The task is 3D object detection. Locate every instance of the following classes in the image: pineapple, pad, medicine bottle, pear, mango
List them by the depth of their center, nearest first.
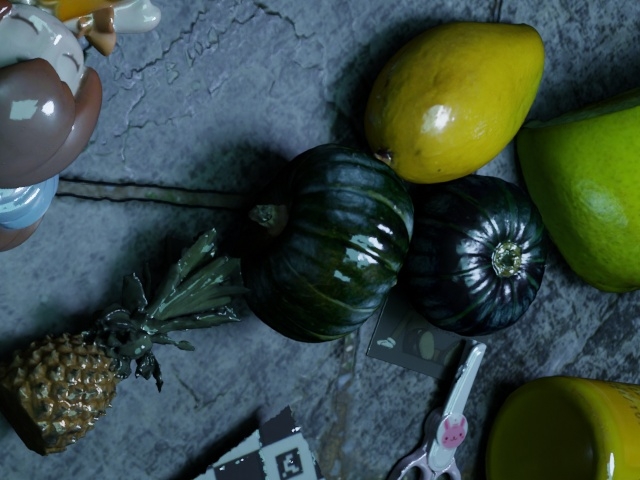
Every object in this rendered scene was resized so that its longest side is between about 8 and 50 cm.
[{"bbox_3d":[-0.205,0.097,1.444,0.277,0.119,0.130,-35,74,-27],"label":"pineapple"},{"bbox_3d":[0.163,-0.170,1.655,0.317,0.119,0.176,-32,114,-37],"label":"mango"},{"bbox_3d":[0.147,0.107,1.766,0.190,0.004,0.127,21,87,-38],"label":"pad"},{"bbox_3d":[0.458,-0.055,1.819,0.342,0.238,0.318,-22,104,-31],"label":"pear"},{"bbox_3d":[0.423,0.303,1.873,0.384,0.224,0.224,10,94,-36],"label":"medicine bottle"}]

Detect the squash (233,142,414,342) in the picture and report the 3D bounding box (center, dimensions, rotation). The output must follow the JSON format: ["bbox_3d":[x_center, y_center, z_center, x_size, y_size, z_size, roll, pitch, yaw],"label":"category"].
[{"bbox_3d":[0.004,0.002,1.512,0.172,0.218,0.218,34,78,-3],"label":"squash"}]

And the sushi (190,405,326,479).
[{"bbox_3d":[-0.111,0.409,1.612,0.339,0.069,0.320,-36,110,-25],"label":"sushi"}]

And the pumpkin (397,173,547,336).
[{"bbox_3d":[0.186,0.018,1.688,0.202,0.140,0.202,-3,96,-33],"label":"pumpkin"}]

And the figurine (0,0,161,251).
[{"bbox_3d":[-0.276,-0.200,1.267,0.276,0.248,0.388,38,68,-33],"label":"figurine"}]

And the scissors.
[{"bbox_3d":[0.159,0.242,1.786,0.118,0.030,0.242,20,90,-38],"label":"scissors"}]
